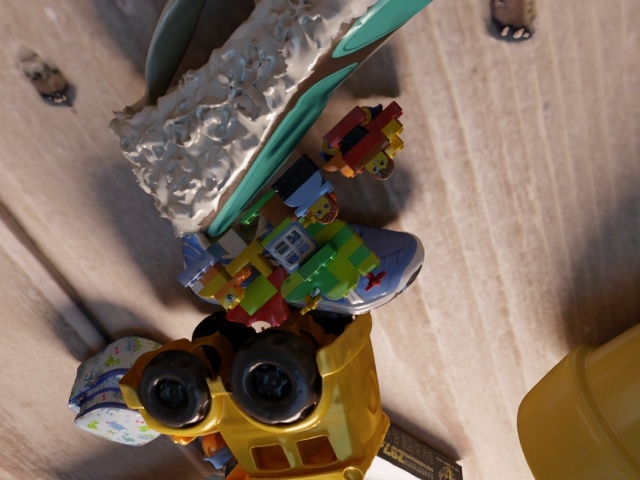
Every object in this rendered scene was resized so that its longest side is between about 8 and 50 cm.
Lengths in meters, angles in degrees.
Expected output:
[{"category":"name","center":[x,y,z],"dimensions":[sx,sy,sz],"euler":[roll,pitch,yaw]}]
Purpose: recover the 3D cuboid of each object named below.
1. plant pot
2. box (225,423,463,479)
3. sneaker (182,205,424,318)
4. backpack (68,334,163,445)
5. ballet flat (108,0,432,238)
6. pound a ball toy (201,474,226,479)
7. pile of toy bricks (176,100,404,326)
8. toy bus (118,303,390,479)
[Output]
[{"category":"plant pot","center":[0.345,0.156,0.756],"dimensions":[0.254,0.254,0.239],"euler":[24,119,-22]},{"category":"box","center":[0.031,0.280,1.040],"dimensions":[0.183,0.059,0.233],"euler":[-32,127,33]},{"category":"sneaker","center":[-0.019,0.013,0.725],"dimensions":[0.211,0.080,0.081],"euler":[-3,140,7]},{"category":"backpack","center":[-0.195,0.160,0.902],"dimensions":[0.105,0.084,0.114],"euler":[30,130,-29]},{"category":"ballet flat","center":[-0.015,-0.147,0.517],"dimensions":[0.147,0.147,0.409],"euler":[27,133,-25]},{"category":"pound a ball toy","center":[-0.178,0.396,1.146],"dimensions":[0.319,0.135,0.208],"euler":[-23,153,36]},{"category":"pile of toy bricks","center":[0.000,0.000,0.631],"dimensions":[0.212,0.118,0.105],"euler":[-43,93,13]},{"category":"toy bus","center":[-0.045,0.170,0.793],"dimensions":[0.220,0.149,0.211],"euler":[-12,101,19]}]
